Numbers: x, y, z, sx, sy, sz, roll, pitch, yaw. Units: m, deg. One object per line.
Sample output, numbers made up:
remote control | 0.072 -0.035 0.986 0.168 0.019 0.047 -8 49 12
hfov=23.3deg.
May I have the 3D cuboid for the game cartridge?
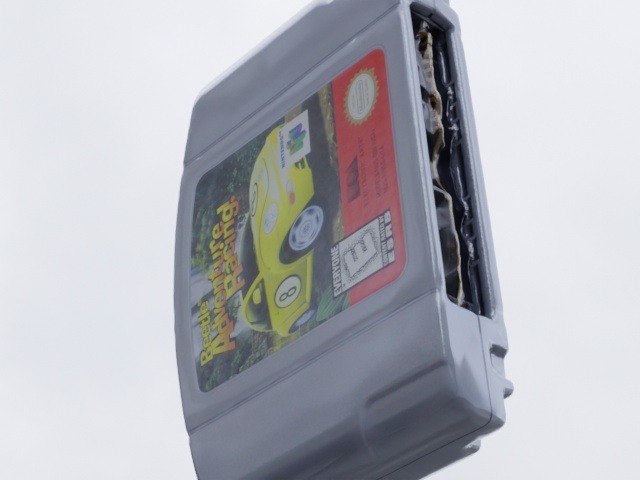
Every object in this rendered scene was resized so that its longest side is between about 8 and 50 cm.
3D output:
game cartridge | 0.000 0.000 0.813 0.060 0.294 0.196 22 -42 -33
